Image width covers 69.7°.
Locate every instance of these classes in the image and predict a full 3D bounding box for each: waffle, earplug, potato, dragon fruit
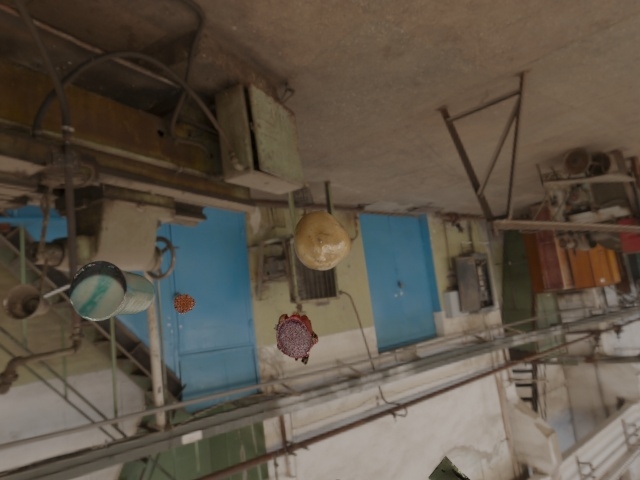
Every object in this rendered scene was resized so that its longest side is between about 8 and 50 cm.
[{"bbox_3d":[-0.521,0.241,1.762,0.083,0.075,0.029,-41,168,-32],"label":"waffle"},{"bbox_3d":[-0.666,0.175,1.562,0.185,0.184,0.324,-8,171,5],"label":"earplug"},{"bbox_3d":[-0.001,0.000,0.861,0.112,0.111,0.147,-6,-171,-8],"label":"potato"},{"bbox_3d":[-0.058,0.243,1.190,0.126,0.112,0.068,32,-168,18],"label":"dragon fruit"}]

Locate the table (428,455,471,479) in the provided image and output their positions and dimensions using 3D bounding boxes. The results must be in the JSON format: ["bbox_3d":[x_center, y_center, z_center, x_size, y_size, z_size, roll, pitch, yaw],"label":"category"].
[{"bbox_3d":[0.295,0.475,0.797,0.062,0.175,0.146,-44,-168,-16],"label":"table"}]
